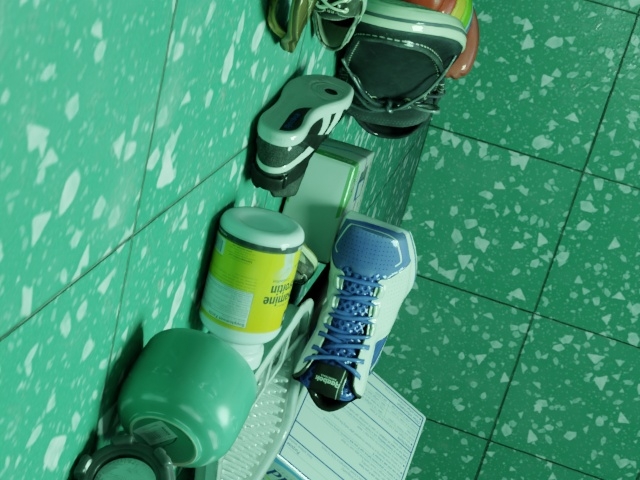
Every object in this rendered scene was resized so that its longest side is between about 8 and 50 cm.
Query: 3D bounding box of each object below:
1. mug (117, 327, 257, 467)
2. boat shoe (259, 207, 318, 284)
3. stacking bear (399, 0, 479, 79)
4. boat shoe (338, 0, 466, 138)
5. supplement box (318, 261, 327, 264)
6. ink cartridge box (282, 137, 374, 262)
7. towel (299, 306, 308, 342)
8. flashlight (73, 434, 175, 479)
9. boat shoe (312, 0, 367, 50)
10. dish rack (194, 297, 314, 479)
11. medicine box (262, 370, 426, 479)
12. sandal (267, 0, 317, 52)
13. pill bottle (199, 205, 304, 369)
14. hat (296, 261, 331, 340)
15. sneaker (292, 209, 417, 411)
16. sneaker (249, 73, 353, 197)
[{"bbox_3d":[-0.141,0.178,1.133,0.097,0.129,0.158,-64,165,-46],"label":"mug"},{"bbox_3d":[-0.059,0.024,1.540,0.073,0.080,0.223,-64,164,-15],"label":"boat shoe"},{"bbox_3d":[0.180,-0.408,1.912,0.289,0.175,0.164,25,85,-74],"label":"stacking bear"},{"bbox_3d":[0.117,-0.257,1.713,0.500,0.187,0.156,67,36,-85],"label":"boat shoe"},{"bbox_3d":[0.012,-0.013,2.019,0.062,0.036,0.098,85,24,-71],"label":"supplement box"},{"bbox_3d":[0.010,-0.068,1.711,0.212,0.093,0.154,-48,154,-76],"label":"ink cartridge box"},{"bbox_3d":[-0.072,0.163,1.693,0.152,0.113,0.023,98,-31,-42],"label":"towel"},{"bbox_3d":[-0.196,0.315,1.168,0.304,0.103,0.103,95,14,-53],"label":"flashlight"},{"bbox_3d":[0.027,-0.308,1.377,0.219,0.078,0.070,88,21,-71],"label":"boat shoe"},{"bbox_3d":[-0.111,0.257,1.603,0.285,0.072,0.333,-55,161,-45],"label":"dish rack"},{"bbox_3d":[0.016,0.363,1.969,0.149,0.263,0.289,-31,-157,43],"label":"medicine box"},{"bbox_3d":[-0.034,-0.257,1.224,0.072,0.049,0.180,-65,-175,-9],"label":"sandal"},{"bbox_3d":[-0.088,0.059,1.323,0.103,0.103,0.184,-50,157,-68],"label":"pill bottle"},{"bbox_3d":[0.032,0.126,1.874,0.331,0.134,0.331,-52,-178,3],"label":"hat"},{"bbox_3d":[0.047,0.133,1.606,0.182,0.127,0.315,-64,169,-57],"label":"sneaker"},{"bbox_3d":[-0.032,-0.128,1.410,0.217,0.079,0.121,-45,156,-54],"label":"sneaker"}]
